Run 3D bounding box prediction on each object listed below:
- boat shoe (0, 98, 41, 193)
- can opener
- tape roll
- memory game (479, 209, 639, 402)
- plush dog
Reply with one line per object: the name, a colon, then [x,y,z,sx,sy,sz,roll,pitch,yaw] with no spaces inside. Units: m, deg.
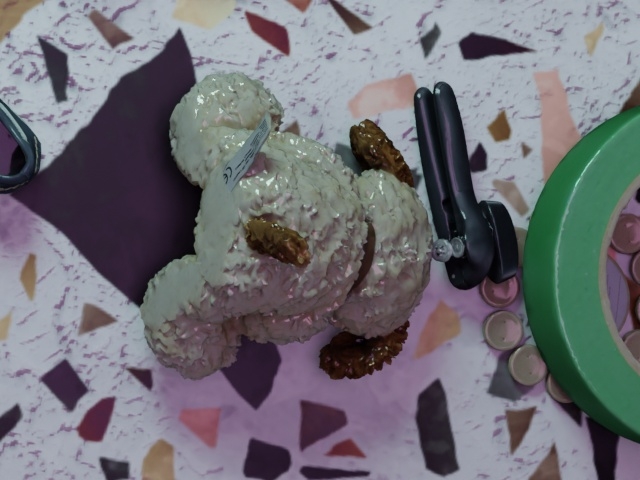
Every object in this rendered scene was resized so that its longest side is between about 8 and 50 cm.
boat shoe: [-0.336,-0.130,1.509,0.254,0.079,0.095,44,82,-8]
can opener: [0.115,-0.047,1.615,0.073,0.059,0.186,-14,85,-49]
tape roll: [0.341,0.030,1.634,0.321,0.077,0.321,0,89,-15]
memory game: [0.230,0.054,1.655,0.186,0.012,0.186,0,90,-11]
plush dog: [0.000,0.000,1.537,0.225,0.211,0.262,8,90,-37]
